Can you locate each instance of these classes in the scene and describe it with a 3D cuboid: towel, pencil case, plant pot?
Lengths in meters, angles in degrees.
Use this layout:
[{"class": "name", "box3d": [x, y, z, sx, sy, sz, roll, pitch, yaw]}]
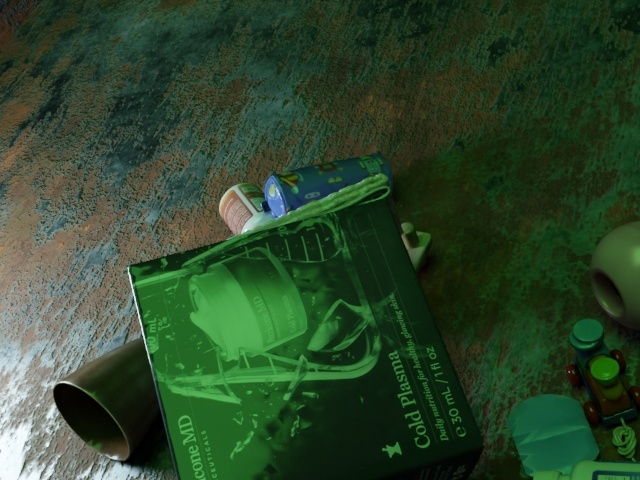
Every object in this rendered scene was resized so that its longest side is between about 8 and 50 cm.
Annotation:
[{"class": "towel", "box3d": [0.000, 0.000, 1.796, 0.332, 0.317, 0.053, -23, 72, 1]}, {"class": "pencil case", "box3d": [0.019, -0.115, 2.144, 0.306, 0.133, 0.119, -14, 25, -22]}, {"class": "plant pot", "box3d": [-0.411, 0.314, 1.963, 0.215, 0.215, 0.230, 12, 41, 34]}]

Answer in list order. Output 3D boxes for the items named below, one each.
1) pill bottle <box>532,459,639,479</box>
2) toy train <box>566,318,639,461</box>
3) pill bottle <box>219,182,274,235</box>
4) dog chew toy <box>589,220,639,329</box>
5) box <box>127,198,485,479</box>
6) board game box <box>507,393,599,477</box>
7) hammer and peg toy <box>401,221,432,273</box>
[{"class": "pill bottle", "box3d": [0.477, 0.423, 1.437, 0.272, 0.152, 0.152, -4, 47, 24]}, {"class": "toy train", "box3d": [0.504, 0.261, 1.585, 0.105, 0.143, 0.248, -21, 43, 7]}, {"class": "pill bottle", "box3d": [-0.152, -0.039, 2.215, 0.121, 0.121, 0.216, -33, 43, -7]}, {"class": "dog chew toy", "box3d": [0.671, 0.030, 1.697, 0.332, 0.206, 0.206, -25, 42, -9]}, {"class": "box", "box3d": [-0.037, 0.243, 1.587, 0.472, 0.297, 0.480, -16, 63, -8]}, {"class": "board game box", "box3d": [0.413, 0.354, 1.625, 0.133, 0.033, 0.168, -17, 48, 4]}, {"class": "hammer and peg toy", "box3d": [0.069, 0.109, 1.961, 0.266, 0.127, 0.361, 9, 53, 30]}]
